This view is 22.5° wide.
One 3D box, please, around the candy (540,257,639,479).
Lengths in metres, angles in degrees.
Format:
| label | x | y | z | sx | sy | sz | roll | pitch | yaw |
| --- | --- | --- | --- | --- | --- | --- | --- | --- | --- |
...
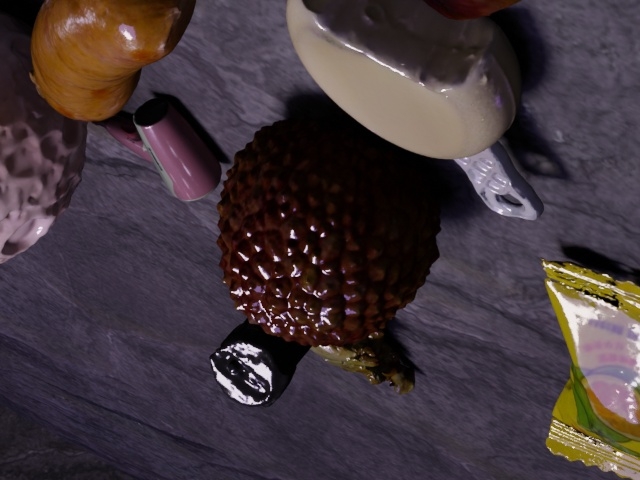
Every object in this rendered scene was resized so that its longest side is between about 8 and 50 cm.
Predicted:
| label | x | y | z | sx | sy | sz | roll | pitch | yaw |
| --- | --- | --- | --- | --- | --- | --- | --- | --- | --- |
| candy | 0.273 | 0.127 | 1.355 | 0.187 | 0.081 | 0.297 | 23 | 148 | 23 |

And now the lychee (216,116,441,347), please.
| label | x | y | z | sx | sy | sz | roll | pitch | yaw |
| --- | --- | --- | --- | --- | --- | --- | --- | --- | --- |
| lychee | 0.000 | 0.000 | 1.307 | 0.188 | 0.188 | 0.188 | 28 | 160 | 11 |

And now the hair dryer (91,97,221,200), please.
| label | x | y | z | sx | sy | sz | roll | pitch | yaw |
| --- | --- | --- | --- | --- | --- | --- | --- | --- | --- |
| hair dryer | -0.171 | -0.098 | 1.527 | 0.154 | 0.054 | 0.106 | 19 | 153 | 43 |

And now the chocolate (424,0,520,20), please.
| label | x | y | z | sx | sy | sz | roll | pitch | yaw |
| --- | --- | --- | --- | --- | --- | --- | --- | --- | --- |
| chocolate | 0.096 | -0.174 | 0.809 | 0.127 | 0.133 | 0.124 | 34 | 157 | -13 |

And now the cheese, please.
| label | x | y | z | sx | sy | sz | roll | pitch | yaw |
| --- | --- | --- | --- | --- | --- | --- | --- | --- | --- |
| cheese | 0.069 | -0.100 | 1.121 | 0.163 | 0.071 | 0.249 | 22 | 159 | 25 |

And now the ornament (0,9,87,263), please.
| label | x | y | z | sx | sy | sz | roll | pitch | yaw |
| --- | --- | --- | --- | --- | --- | --- | --- | --- | --- |
| ornament | -0.340 | -0.107 | 1.485 | 0.259 | 0.225 | 0.259 | 28 | 159 | 11 |

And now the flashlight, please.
| label | x | y | z | sx | sy | sz | roll | pitch | yaw |
| --- | --- | --- | --- | --- | --- | --- | --- | --- | --- |
| flashlight | -0.024 | 0.063 | 1.422 | 0.093 | 0.232 | 0.093 | 11 | 118 | 21 |

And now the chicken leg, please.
| label | x | y | z | sx | sy | sz | roll | pitch | yaw |
| --- | --- | --- | --- | --- | --- | --- | --- | --- | --- |
| chicken leg | 0.051 | 0.119 | 1.684 | 0.093 | 0.070 | 0.178 | 38 | 177 | 42 |

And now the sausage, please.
| label | x | y | z | sx | sy | sz | roll | pitch | yaw |
| --- | --- | --- | --- | --- | --- | --- | --- | --- | --- |
| sausage | -0.167 | -0.169 | 1.271 | 0.109 | 0.109 | 0.270 | 37 | 161 | -13 |
